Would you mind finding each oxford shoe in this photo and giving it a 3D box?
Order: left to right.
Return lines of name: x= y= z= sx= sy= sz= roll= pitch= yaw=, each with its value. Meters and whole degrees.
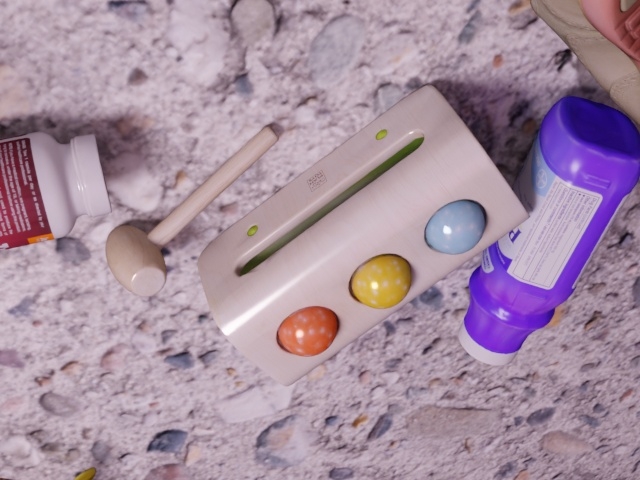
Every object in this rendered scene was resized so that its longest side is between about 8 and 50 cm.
oxford shoe: x=0.268 y=-0.192 z=0.820 sx=0.140 sy=0.146 sz=0.397 roll=-51 pitch=147 yaw=4

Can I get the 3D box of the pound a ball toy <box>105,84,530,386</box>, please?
pound a ball toy: x=0.000 y=0.000 z=0.857 sx=0.319 sy=0.136 sz=0.208 roll=-36 pitch=132 yaw=9

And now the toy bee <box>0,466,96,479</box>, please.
toy bee: x=-0.265 y=0.331 z=1.040 sx=0.195 sy=0.162 sz=0.298 roll=-35 pitch=108 yaw=19

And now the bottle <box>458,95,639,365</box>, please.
bottle: x=0.213 y=0.003 z=0.955 sx=0.092 sy=0.118 sz=0.283 roll=17 pitch=128 yaw=-4

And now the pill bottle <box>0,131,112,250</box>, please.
pill bottle: x=-0.244 y=-0.036 z=0.761 sx=0.152 sy=0.086 sz=0.086 roll=-13 pitch=132 yaw=-11
